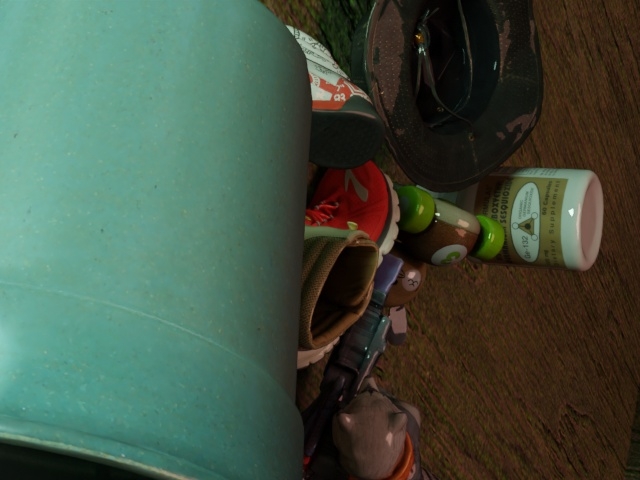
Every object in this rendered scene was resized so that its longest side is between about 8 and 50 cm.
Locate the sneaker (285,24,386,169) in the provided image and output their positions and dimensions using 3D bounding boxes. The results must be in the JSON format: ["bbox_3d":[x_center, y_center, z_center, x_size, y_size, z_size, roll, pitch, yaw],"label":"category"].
[{"bbox_3d":[-0.077,-0.149,1.167,0.270,0.145,0.090,13,120,-33],"label":"sneaker"}]

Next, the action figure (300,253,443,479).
[{"bbox_3d":[0.072,0.201,1.384,0.330,0.178,0.341,65,48,-74],"label":"action figure"}]

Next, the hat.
[{"bbox_3d":[0.126,-0.212,1.510,0.331,0.134,0.331,-5,96,-45],"label":"hat"}]

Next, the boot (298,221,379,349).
[{"bbox_3d":[-0.036,-0.003,1.124,0.262,0.203,0.095,-53,139,-47],"label":"boot"}]

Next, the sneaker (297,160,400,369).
[{"bbox_3d":[0.000,0.000,1.322,0.118,0.107,0.279,56,41,-37],"label":"sneaker"}]

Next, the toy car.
[{"bbox_3d":[0.098,0.033,1.494,0.155,0.149,0.188,19,95,-41],"label":"toy car"}]

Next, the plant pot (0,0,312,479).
[{"bbox_3d":[-0.149,0.021,0.800,0.341,0.341,0.334,54,39,-52],"label":"plant pot"}]

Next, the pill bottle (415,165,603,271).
[{"bbox_3d":[0.242,-0.032,1.656,0.131,0.229,0.131,-15,107,-62],"label":"pill bottle"}]
